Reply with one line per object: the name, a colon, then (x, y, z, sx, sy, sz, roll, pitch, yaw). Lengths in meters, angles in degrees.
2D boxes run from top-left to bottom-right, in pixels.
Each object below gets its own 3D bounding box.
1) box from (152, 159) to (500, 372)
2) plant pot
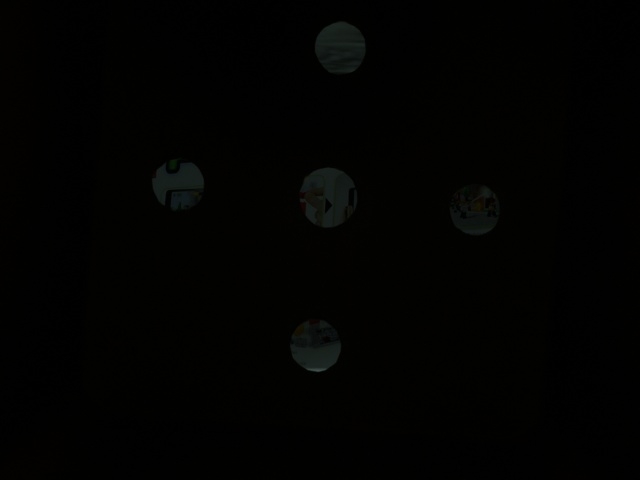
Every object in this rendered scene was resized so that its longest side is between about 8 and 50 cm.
box: (0.000, 0.000, 0.579, 0.207, 0.114, 0.036, -3, 168, 32)
plant pot: (0.009, -0.010, 0.342, 0.212, 0.212, 0.187, 4, -178, -5)
